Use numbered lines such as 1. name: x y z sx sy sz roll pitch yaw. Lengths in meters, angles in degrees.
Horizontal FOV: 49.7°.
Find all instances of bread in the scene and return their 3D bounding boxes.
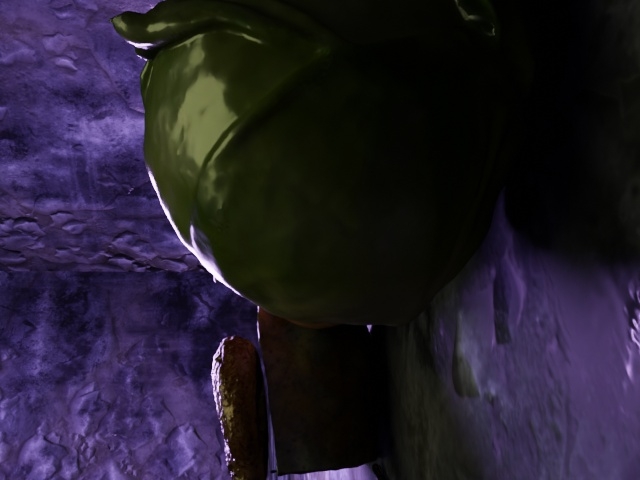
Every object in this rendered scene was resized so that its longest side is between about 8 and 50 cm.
1. bread: -0.100 0.213 0.859 0.193 0.064 0.193 173 90 -86

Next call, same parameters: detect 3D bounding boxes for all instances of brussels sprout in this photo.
1. brussels sprout: 0.014 -0.083 0.461 0.227 0.259 0.294 36 140 40

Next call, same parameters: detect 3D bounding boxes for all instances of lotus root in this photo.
1. lotus root: -0.005 0.169 0.945 0.267 0.149 0.260 102 163 -76

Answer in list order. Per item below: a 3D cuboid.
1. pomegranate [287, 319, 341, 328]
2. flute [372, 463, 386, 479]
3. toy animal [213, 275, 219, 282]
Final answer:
1. pomegranate: -0.005 -0.004 0.794 0.209 0.209 0.209 -179 90 -82
2. flute: 0.088 0.318 0.743 0.269 0.014 0.014 -119 30 -74
3. toy animal: -0.037 0.036 1.132 0.169 0.233 0.121 -15 82 41
